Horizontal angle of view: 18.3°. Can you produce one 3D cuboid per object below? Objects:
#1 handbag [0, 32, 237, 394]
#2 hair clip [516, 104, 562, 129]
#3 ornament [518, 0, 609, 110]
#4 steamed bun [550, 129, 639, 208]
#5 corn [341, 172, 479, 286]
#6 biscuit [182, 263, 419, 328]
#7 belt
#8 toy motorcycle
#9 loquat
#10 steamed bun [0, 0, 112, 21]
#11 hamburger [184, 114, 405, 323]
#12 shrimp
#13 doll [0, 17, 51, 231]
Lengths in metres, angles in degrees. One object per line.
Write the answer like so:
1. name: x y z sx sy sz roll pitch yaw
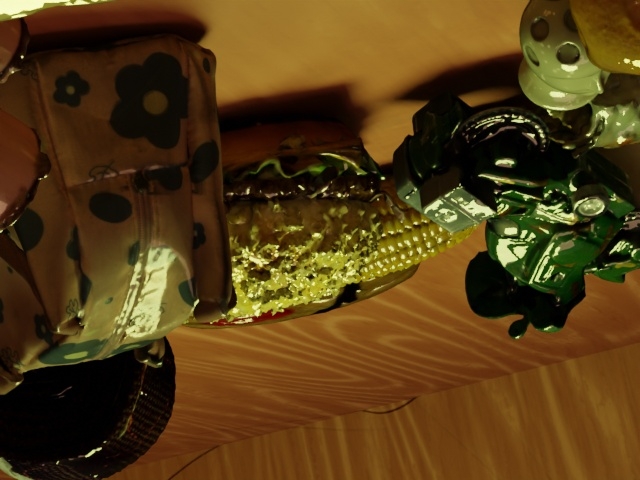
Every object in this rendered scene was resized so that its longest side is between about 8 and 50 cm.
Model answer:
1. handbag: -0.163 -0.011 1.360 0.190 0.193 0.251 -11 169 -24
2. hair clip: 0.164 -0.092 1.667 0.173 0.046 0.072 -16 164 28
3. ornament: 0.179 -0.136 1.404 0.074 0.081 0.156 -27 172 -1
4. steamed bun: 0.288 -0.057 1.750 0.177 0.131 0.228 -7 165 -32
5. corn: 0.000 0.002 1.809 0.313 0.102 0.102 -11 168 -1
6. biscuit: -0.051 0.041 2.039 0.314 0.063 0.367 -12 169 -4
7. belt: -0.262 0.091 1.647 0.289 0.184 0.164 24 174 15
8. toy motorcycle: 0.160 -0.020 1.627 0.187 0.125 0.274 -31 134 29
9. loquat: 0.225 -0.157 1.277 0.137 0.113 0.137 -23 176 -2
10. steamed bun: -0.088 -0.196 0.666 0.273 0.166 0.232 -16 157 -10
11. hamburger: -0.054 -0.013 1.595 0.243 0.139 0.262 -12 169 5
12. shrimp: 0.325 -0.142 1.517 0.287 0.068 0.185 -22 174 30
13. doll: -0.281 -0.088 1.007 0.284 0.216 0.268 -34 136 19
